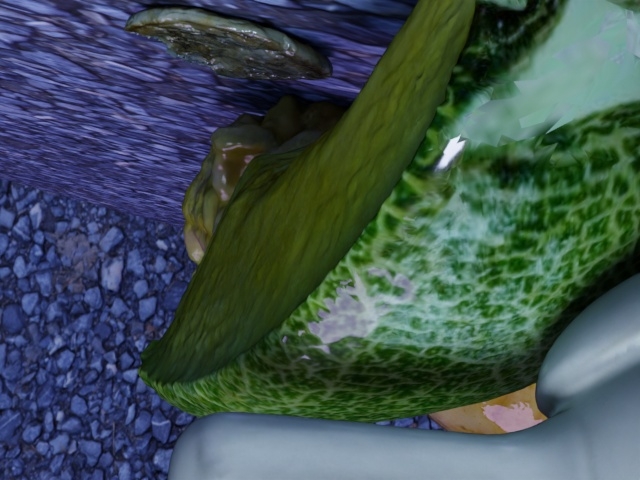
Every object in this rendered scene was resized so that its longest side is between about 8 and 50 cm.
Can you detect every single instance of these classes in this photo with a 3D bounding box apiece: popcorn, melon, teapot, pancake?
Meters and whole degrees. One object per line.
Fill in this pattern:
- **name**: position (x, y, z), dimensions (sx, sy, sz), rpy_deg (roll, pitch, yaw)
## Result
- **popcorn**: position (0.000, 0.000, 1.282), dimensions (0.259, 0.212, 0.259), rpy_deg (6, -179, 0)
- **melon**: position (0.064, -0.023, 0.783), dimensions (0.331, 0.226, 0.343), rpy_deg (-13, -175, -7)
- **teapot**: position (0.125, 0.085, 0.636), dimensions (0.318, 0.149, 0.220), rpy_deg (1, 150, -47)
- **pancake**: position (-0.050, -0.118, 1.017), dimensions (0.116, 0.023, 0.129), rpy_deg (7, 174, 29)

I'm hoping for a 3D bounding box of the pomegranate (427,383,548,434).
- **pomegranate**: position (0.182, 0.080, 1.459), dimensions (0.264, 0.264, 0.264), rpy_deg (12, 176, 1)
